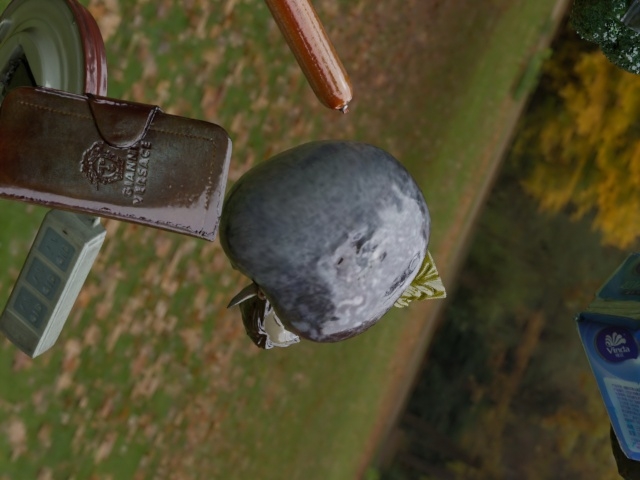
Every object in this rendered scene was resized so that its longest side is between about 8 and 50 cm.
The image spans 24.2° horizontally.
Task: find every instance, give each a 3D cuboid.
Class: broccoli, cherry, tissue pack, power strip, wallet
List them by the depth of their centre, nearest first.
[{"bbox_3d":[0.419,0.129,1.491,0.146,0.263,0.198,-43,121,-33],"label":"tissue pack"},{"bbox_3d":[-0.224,-0.087,1.604,0.031,0.255,0.137,164,-65,-69],"label":"wallet"},{"bbox_3d":[0.000,0.000,1.914,0.296,0.255,0.218,-38,176,-4],"label":"cherry"},{"bbox_3d":[-0.359,0.053,1.989,0.052,0.078,0.272,-39,165,-49],"label":"power strip"},{"bbox_3d":[0.505,-0.361,2.118,0.308,0.308,0.275,98,-25,-67],"label":"broccoli"}]

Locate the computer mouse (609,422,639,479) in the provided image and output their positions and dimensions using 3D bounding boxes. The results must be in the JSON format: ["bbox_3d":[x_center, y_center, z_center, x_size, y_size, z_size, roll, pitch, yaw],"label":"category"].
[{"bbox_3d":[0.540,0.295,2.228,0.323,0.183,0.116,-17,167,-41],"label":"computer mouse"}]

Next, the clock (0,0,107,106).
[{"bbox_3d":[-0.427,-0.221,2.219,0.080,0.318,0.318,6,113,-41],"label":"clock"}]

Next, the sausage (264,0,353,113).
[{"bbox_3d":[-0.044,-0.306,1.873,0.348,0.053,0.053,61,35,-24],"label":"sausage"}]

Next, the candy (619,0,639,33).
[{"bbox_3d":[0.235,-0.124,0.859,0.038,0.136,0.088,-1,134,-48],"label":"candy"}]

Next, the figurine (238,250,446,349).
[{"bbox_3d":[0.023,0.080,2.392,0.315,0.168,0.187,-26,153,-1],"label":"figurine"}]
